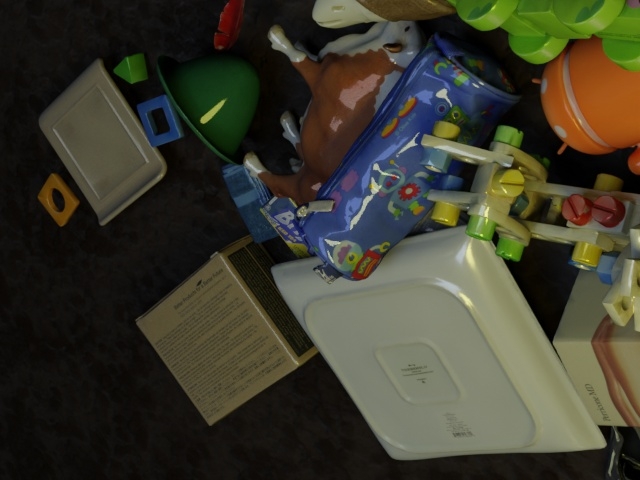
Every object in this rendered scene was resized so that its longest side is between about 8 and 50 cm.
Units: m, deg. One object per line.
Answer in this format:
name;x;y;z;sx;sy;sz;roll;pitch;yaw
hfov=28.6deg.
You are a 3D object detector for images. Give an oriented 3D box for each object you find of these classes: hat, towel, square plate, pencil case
hat;-0.087;-0.216;1.577;0.183;0.208;0.173;-36;82;12
towel;-0.090;-0.055;1.704;0.067;0.029;0.119;-19;100;42
square plate;0.134;0.151;1.567;0.347;0.049;0.344;-12;118;43
pencil case;0.088;-0.093;1.422;0.306;0.133;0.119;-51;44;17

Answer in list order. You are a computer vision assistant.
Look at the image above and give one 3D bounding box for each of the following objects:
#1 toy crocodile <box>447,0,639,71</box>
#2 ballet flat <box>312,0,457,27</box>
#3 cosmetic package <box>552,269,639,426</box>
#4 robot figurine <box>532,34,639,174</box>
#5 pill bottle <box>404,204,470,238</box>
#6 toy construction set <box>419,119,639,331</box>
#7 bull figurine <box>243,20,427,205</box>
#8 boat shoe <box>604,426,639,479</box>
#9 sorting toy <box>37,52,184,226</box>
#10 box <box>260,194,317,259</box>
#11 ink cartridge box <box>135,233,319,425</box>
toy crocodile;0.241;-0.234;1.207;0.340;0.115;0.105;17;86;52
ballet flat;0.003;-0.321;1.426;0.342;0.116;0.124;41;109;17
cosmetic package;0.416;0.109;1.312;0.296;0.129;0.153;-4;133;39
robot figurine;0.318;-0.161;1.278;0.219;0.128;0.158;-21;130;42
pill bottle;0.127;-0.027;1.521;0.137;0.078;0.078;38;129;16
toy construction set;0.265;-0.022;1.277;0.327;0.215;0.151;33;96;47
bull figurine;0.018;-0.160;1.524;0.188;0.101;0.310;34;123;28
boat shoe;0.368;0.278;1.501;0.075;0.065;0.206;14;120;31
sorting toy;-0.310;-0.142;1.816;0.347;0.047;0.196;-33;86;42
box;0.000;0.000;1.647;0.169;0.054;0.059;52;132;5
ink cartridge box;-0.127;0.129;1.784;0.234;0.088;0.193;-37;86;43
